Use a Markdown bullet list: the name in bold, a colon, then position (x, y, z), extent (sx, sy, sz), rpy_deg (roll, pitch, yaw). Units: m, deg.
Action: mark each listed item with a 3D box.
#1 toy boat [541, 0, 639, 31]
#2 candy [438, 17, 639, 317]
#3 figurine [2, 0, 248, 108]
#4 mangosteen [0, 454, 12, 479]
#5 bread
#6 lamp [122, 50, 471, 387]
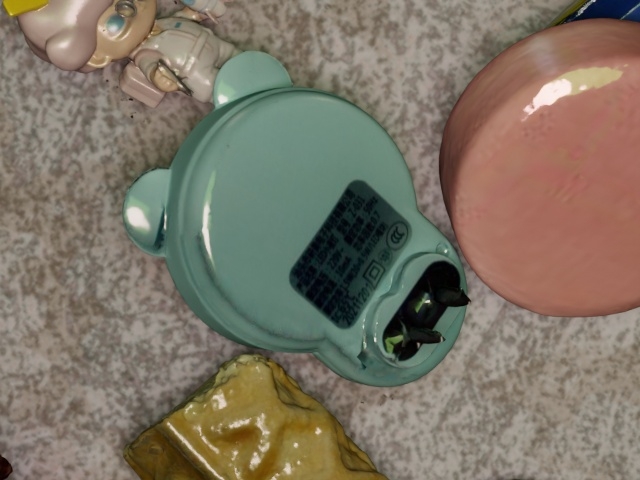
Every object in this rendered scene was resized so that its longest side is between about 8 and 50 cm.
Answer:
- **toy boat**: position (0.235, -0.142, 1.387), extent (0.295, 0.088, 0.129), rpy_deg (-40, 116, 7)
- **candy**: position (0.212, -0.048, 1.336), extent (0.255, 0.094, 0.255), rpy_deg (-4, 123, -5)
- **figurine**: position (-0.166, -0.179, 1.348), extent (0.229, 0.112, 0.137), rpy_deg (27, 61, -11)
- **mangosteen**: position (-0.284, 0.310, 1.244), extent (0.297, 0.293, 0.297), rpy_deg (4, 64, -9)
- **bread**: position (-0.019, 0.215, 1.350), extent (0.268, 0.130, 0.152), rpy_deg (45, 124, -3)
- **lamp**: position (-0.004, 0.001, 1.335), extent (0.284, 0.147, 0.209), rpy_deg (36, 77, -4)
